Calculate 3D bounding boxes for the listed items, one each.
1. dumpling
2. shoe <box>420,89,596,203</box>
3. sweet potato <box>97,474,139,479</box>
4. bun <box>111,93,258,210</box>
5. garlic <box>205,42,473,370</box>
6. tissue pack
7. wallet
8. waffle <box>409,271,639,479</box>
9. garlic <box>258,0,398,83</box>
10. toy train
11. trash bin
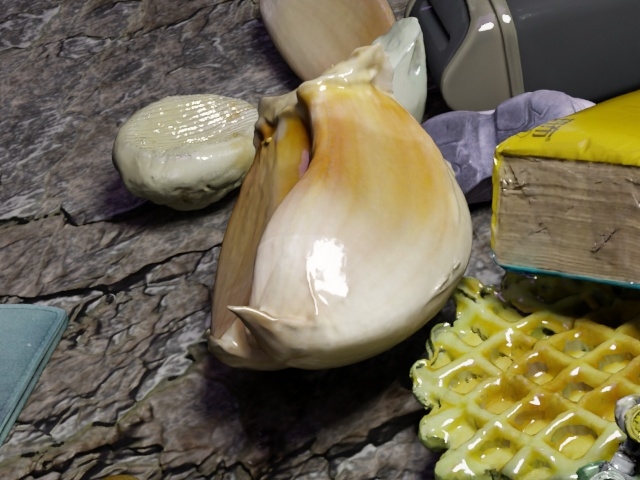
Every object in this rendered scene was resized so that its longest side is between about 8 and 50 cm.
[{"bbox_3d":[0.042,-0.139,1.806,0.229,0.124,0.151,-62,31,-1],"label":"dumpling"},{"bbox_3d":[0.195,-0.088,1.699,0.245,0.138,0.095,-19,73,42],"label":"shoe"},{"bbox_3d":[-0.144,0.304,1.307,0.158,0.157,0.370,-34,45,-19],"label":"sweet potato"},{"bbox_3d":[-0.139,-0.089,1.850,0.183,0.102,0.183,-6,30,3],"label":"bun"},{"bbox_3d":[0.000,0.000,1.544,0.286,0.249,0.313,-10,57,25],"label":"garlic"},{"bbox_3d":[0.301,-0.056,1.500,0.192,0.134,0.271,10,20,36],"label":"tissue pack"},{"bbox_3d":[-0.430,0.149,1.716,0.290,0.054,0.251,-3,40,20],"label":"wallet"},{"bbox_3d":[0.234,0.119,1.428,0.317,0.073,0.297,-8,36,13],"label":"waffle"},{"bbox_3d":[0.028,-0.238,1.963,0.143,0.112,0.318,-42,42,8],"label":"garlic"},{"bbox_3d":[0.249,0.172,1.269,0.202,0.081,0.060,-62,2,6],"label":"toy train"},{"bbox_3d":[0.249,-0.235,1.803,0.290,0.182,0.209,-15,35,-3],"label":"trash bin"}]
